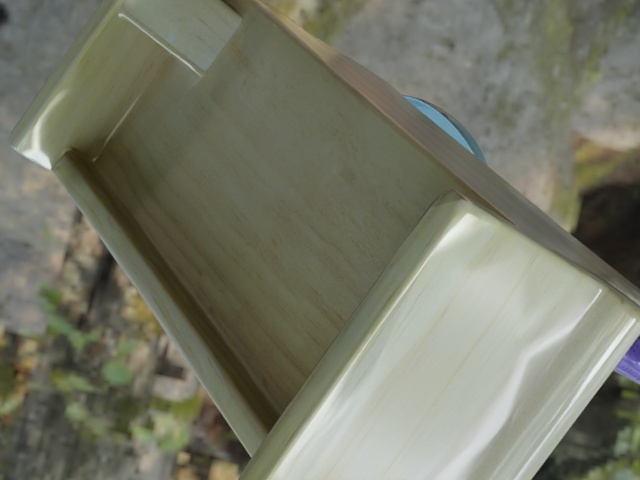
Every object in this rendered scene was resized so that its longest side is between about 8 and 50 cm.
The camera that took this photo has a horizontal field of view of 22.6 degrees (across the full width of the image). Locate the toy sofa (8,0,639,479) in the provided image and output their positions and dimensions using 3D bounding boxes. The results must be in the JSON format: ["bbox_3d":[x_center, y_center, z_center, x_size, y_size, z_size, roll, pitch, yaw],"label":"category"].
[{"bbox_3d":[0.000,0.000,0.781,0.177,0.150,0.362,30,-169,-38],"label":"toy sofa"}]

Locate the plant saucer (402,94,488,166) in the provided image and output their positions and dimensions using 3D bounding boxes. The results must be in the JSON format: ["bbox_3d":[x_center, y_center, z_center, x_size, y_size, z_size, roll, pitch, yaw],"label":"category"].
[{"bbox_3d":[0.073,-0.042,1.032,0.021,0.119,0.119,-29,-160,-33],"label":"plant saucer"}]
